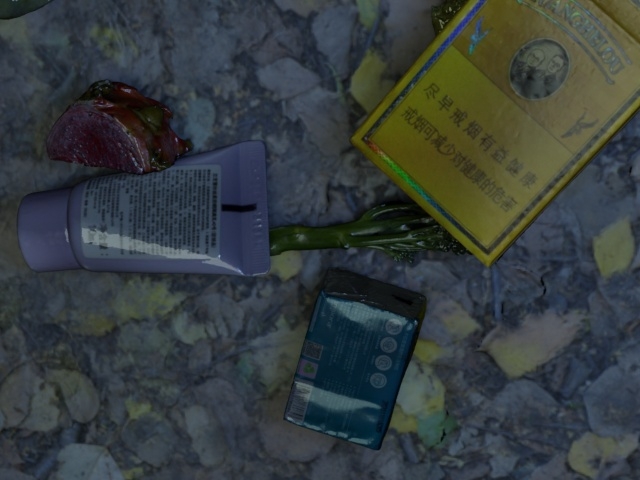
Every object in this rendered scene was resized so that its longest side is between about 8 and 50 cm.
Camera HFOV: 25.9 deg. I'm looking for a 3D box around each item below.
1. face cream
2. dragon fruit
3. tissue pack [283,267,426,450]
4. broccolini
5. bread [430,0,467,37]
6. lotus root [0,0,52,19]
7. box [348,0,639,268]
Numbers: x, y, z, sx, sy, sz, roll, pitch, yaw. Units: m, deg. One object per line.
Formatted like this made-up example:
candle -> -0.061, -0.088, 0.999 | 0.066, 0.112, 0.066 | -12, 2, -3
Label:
face cream -> -0.190, -0.024, 1.521 | 0.274, 0.096, 0.154 | -6, 71, 12
dragon fruit -> -0.217, -0.131, 1.493 | 0.147, 0.102, 0.096 | 7, 107, 14
tissue pack -> 0.038, 0.129, 1.534 | 0.120, 0.082, 0.169 | 17, 111, 4
broccolini -> -0.001, 0.005, 1.524 | 0.392, 0.079, 0.074 | -6, 118, 21
bread -> 0.162, -0.199, 1.416 | 0.088, 0.049, 0.226 | -11, 105, 15
lotus root -> -0.281, -0.378, 1.408 | 0.314, 0.142, 0.210 | -47, 57, 25
box -> 0.197, -0.146, 1.343 | 0.193, 0.084, 0.301 | 43, 113, 4
